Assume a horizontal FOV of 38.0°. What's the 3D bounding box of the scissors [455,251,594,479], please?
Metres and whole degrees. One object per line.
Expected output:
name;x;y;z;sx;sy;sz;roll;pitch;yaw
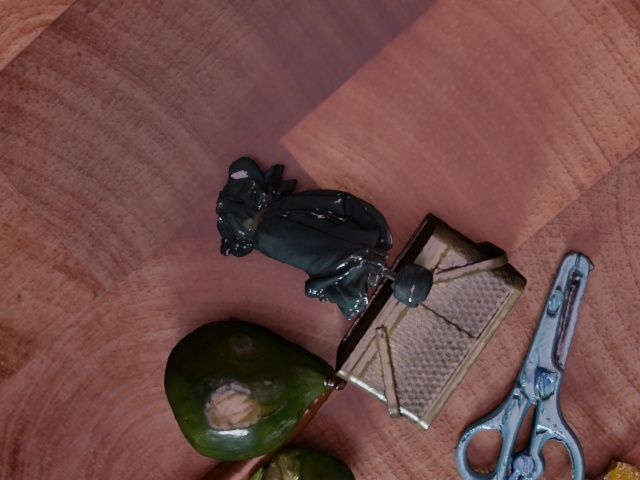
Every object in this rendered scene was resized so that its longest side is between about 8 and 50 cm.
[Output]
scissors;0.312;0.206;1.303;0.180;0.032;0.392;17;96;13

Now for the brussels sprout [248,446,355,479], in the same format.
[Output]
brussels sprout;-0.025;0.378;1.300;0.145;0.131;0.183;18;107;-34

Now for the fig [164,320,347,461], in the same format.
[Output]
fig;-0.088;0.200;1.267;0.245;0.195;0.195;-13;97;-3

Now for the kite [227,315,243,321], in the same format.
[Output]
kite;-0.110;0.143;1.346;0.044;0.002;0.078;-44;94;6

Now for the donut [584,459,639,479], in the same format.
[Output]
donut;0.414;0.364;1.323;0.108;0.043;0.097;-25;93;6

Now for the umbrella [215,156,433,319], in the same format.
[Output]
umbrella;0.001;0.002;1.205;0.349;0.094;0.143;23;105;35

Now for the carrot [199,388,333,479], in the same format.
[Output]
carrot;-0.096;0.319;1.340;0.336;0.069;0.069;-43;93;3

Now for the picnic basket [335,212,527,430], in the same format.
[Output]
picnic basket;0.143;0.103;1.244;0.139;0.165;0.266;33;99;-3
